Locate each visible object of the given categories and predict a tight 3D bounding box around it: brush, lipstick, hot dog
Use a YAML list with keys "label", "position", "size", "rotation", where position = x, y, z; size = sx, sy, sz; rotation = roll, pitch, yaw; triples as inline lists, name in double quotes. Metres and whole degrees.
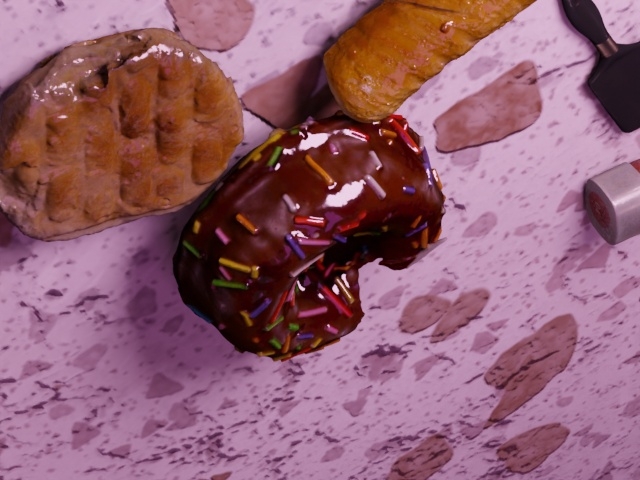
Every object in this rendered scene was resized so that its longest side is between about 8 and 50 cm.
- label: "brush"
  position: [0.242, -0.152, 1.530]
  size: [0.063, 0.016, 0.193]
  rotation: [-38, 141, 7]
- label: "lipstick"
  position: [0.330, -0.061, 1.655]
  size: [0.186, 0.057, 0.063]
  rotation: [-24, 140, -13]
- label: "hot dog"
  position: [0.120, -0.190, 1.355]
  size: [0.286, 0.088, 0.061]
  rotation: [-43, 173, 10]

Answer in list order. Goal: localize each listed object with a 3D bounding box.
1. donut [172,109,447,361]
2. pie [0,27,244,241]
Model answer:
- label: "donut"
  position: [-0.001, 0.000, 1.451]
  size: [0.230, 0.096, 0.216]
  rotation: [-36, 152, 3]
- label: "pie"
  position: [-0.148, -0.076, 1.336]
  size: [0.195, 0.046, 0.195]
  rotation: [-19, 141, -16]
